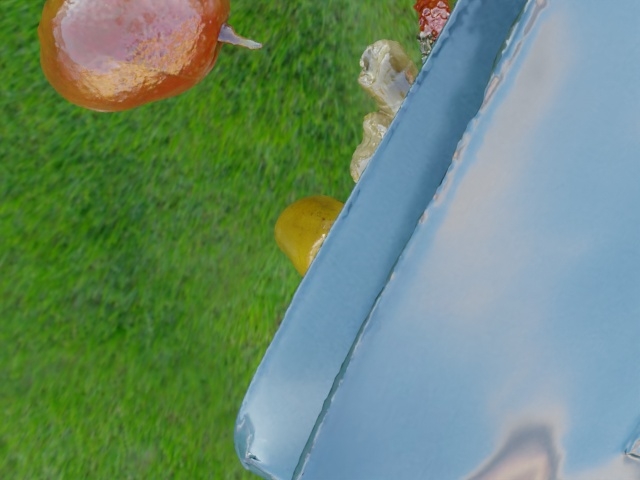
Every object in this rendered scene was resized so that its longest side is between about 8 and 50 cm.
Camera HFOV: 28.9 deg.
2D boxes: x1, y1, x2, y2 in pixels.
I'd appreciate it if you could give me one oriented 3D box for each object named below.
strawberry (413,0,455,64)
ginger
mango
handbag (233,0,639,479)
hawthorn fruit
[{"bbox_3d":[0.130,-0.226,1.354,0.048,0.152,0.103,-7,107,12],"label":"strawberry"},{"bbox_3d":[0.126,-0.080,1.496,0.148,0.081,0.333,-51,119,-24],"label":"ginger"},{"bbox_3d":[0.000,0.000,1.091,0.060,0.114,0.080,7,96,-31],"label":"mango"},{"bbox_3d":[0.081,0.003,0.352,0.144,0.057,0.221,20,103,-24],"label":"handbag"},{"bbox_3d":[-0.170,-0.223,1.269,0.226,0.196,0.196,9,107,-10],"label":"hawthorn fruit"}]
